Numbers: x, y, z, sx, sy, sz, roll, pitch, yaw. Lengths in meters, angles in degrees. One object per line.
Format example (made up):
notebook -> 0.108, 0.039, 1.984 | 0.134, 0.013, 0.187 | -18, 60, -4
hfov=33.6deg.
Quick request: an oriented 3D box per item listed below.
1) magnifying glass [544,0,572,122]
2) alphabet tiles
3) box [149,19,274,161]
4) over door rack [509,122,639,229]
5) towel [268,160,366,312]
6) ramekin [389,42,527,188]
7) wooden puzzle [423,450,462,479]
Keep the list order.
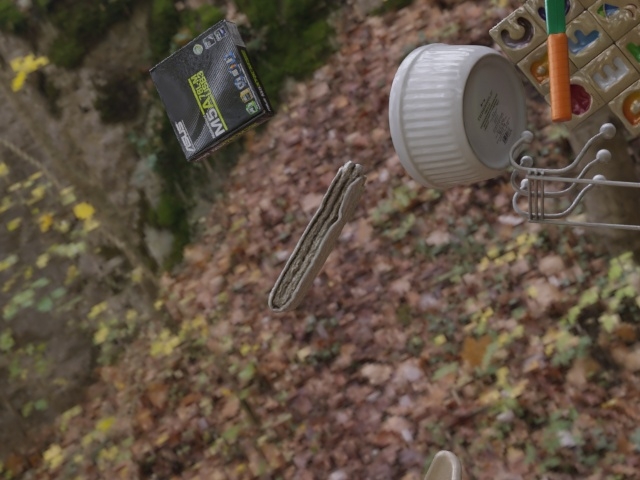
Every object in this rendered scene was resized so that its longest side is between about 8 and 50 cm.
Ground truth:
magnifying glass -> 0.249, -0.242, 1.131 | 0.026, 0.230, 0.092 | -5, -2, 11
alphabet tiles -> 0.406, -0.312, 1.371 | 0.343, 0.285, 0.011 | -38, -7, 6
box -> -0.195, -0.264, 1.887 | 0.184, 0.190, 0.045 | -27, -10, 24
over door rack -> 0.437, -0.069, 1.516 | 0.324, 0.108, 0.239 | 16, -11, 16
towel -> 0.000, 0.000, 1.813 | 0.282, 0.049, 0.187 | -61, -6, -1
ramekin -> 0.201, -0.177, 1.487 | 0.109, 0.207, 0.207 | 0, 26, 42
wooden puzzle -> 0.183, 0.558, 1.656 | 0.081, 0.322, 0.347 | 11, 42, -5
